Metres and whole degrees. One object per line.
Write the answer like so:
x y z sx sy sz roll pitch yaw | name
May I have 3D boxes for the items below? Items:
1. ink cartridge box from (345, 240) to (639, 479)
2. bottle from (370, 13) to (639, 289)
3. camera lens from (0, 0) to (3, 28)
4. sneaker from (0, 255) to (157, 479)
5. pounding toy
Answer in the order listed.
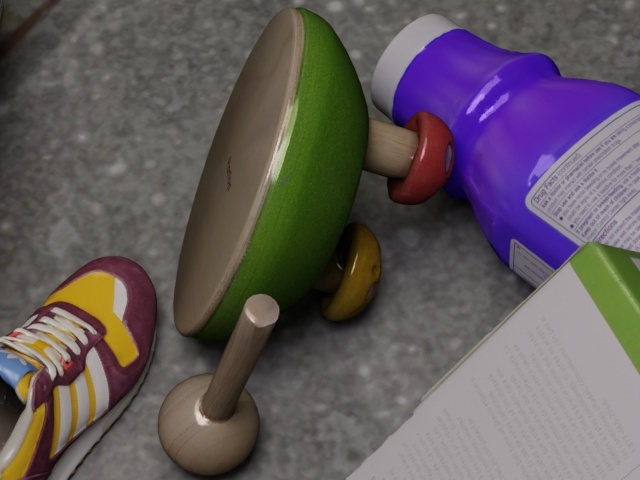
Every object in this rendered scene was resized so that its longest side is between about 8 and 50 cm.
0.108 0.153 0.880 0.255 0.097 0.188 -46 55 27 | ink cartridge box
0.146 -0.024 1.029 0.118 0.092 0.283 -38 59 -23 | bottle
-0.293 -0.093 1.047 0.219 0.219 0.274 0 54 6 | camera lens
-0.143 0.070 0.995 0.070 0.084 0.185 17 58 17 | sneaker
0.000 0.000 1.003 0.110 0.183 0.236 18 54 -13 | pounding toy
